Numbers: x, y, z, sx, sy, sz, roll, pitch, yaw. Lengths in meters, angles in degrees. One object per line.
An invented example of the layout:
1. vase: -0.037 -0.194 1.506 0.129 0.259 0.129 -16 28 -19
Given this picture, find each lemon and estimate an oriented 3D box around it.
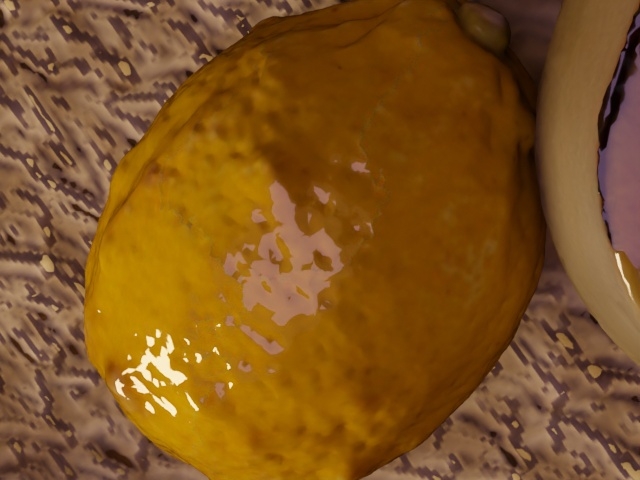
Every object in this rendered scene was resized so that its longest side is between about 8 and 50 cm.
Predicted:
1. lemon: 0.000 0.000 0.444 0.114 0.114 0.155 36 105 5

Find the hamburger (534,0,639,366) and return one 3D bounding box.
1. hamburger: 0.143 -0.049 0.383 0.173 0.116 0.210 17 102 12
